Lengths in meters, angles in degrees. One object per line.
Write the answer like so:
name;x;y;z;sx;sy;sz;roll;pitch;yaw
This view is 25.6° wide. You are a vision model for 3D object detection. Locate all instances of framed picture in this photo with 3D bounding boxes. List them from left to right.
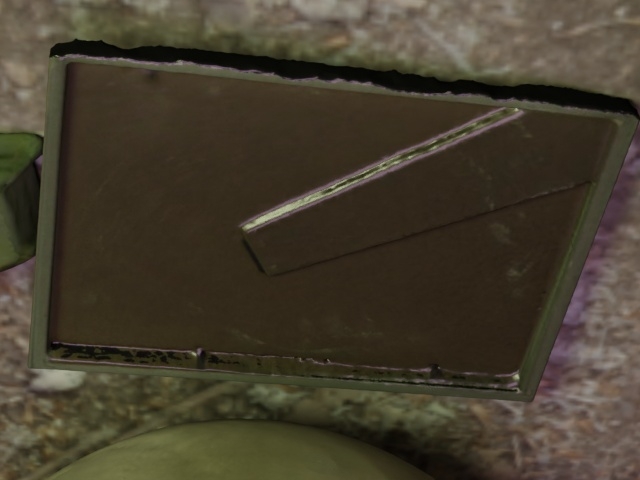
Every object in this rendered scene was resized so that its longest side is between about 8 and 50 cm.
framed picture;0.000;-0.001;0.670;0.265;0.018;0.192;5;130;-11

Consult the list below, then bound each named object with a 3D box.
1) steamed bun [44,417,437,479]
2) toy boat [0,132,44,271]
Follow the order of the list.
steamed bun;-0.037;0.232;0.763;0.324;0.206;0.324;0;128;0
toy boat;-0.274;-0.005;0.669;0.293;0.055;0.093;-2;128;4
